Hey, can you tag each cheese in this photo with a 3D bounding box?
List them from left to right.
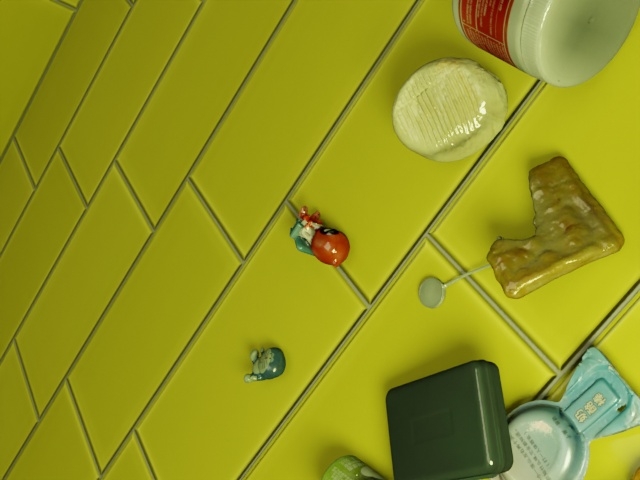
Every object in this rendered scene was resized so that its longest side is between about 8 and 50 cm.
[{"bbox_3d":[0.317,0.263,1.014,0.245,0.052,0.135,-51,50,22],"label":"cheese"}]

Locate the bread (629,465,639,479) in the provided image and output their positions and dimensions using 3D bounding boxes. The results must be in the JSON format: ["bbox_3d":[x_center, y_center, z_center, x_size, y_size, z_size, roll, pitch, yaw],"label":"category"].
[{"bbox_3d":[0.406,0.315,0.913,0.083,0.046,0.081,-54,45,21],"label":"bread"}]

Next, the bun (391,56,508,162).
[{"bbox_3d":[0.211,-0.211,1.227,0.188,0.111,0.164,-33,74,31],"label":"bun"}]

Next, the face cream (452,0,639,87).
[{"bbox_3d":[0.318,-0.345,1.084,0.187,0.201,0.201,45,111,42],"label":"face cream"}]

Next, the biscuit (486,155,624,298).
[{"bbox_3d":[0.308,-0.017,1.071,0.183,0.039,0.174,-30,57,4],"label":"biscuit"}]

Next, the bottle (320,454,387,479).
[{"bbox_3d":[0.133,0.438,1.118,0.330,0.093,0.093,25,96,46],"label":"bottle"}]

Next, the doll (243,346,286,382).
[{"bbox_3d":[-0.101,0.235,1.445,0.083,0.050,0.076,-28,42,39],"label":"doll"}]

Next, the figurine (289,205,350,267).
[{"bbox_3d":[0.000,0.000,1.398,0.075,0.068,0.140,-58,44,12],"label":"figurine"}]

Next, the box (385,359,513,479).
[{"bbox_3d":[0.181,0.274,1.110,0.230,0.050,0.160,-36,52,52],"label":"box"}]

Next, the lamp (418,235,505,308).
[{"bbox_3d":[0.220,0.052,1.177,0.198,0.056,0.050,-33,60,38],"label":"lamp"}]
